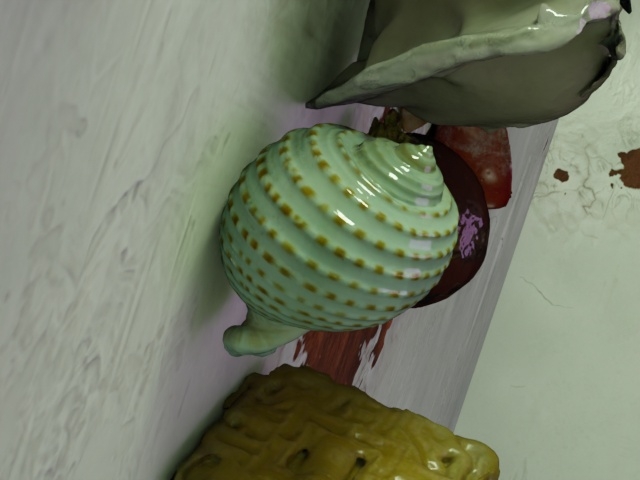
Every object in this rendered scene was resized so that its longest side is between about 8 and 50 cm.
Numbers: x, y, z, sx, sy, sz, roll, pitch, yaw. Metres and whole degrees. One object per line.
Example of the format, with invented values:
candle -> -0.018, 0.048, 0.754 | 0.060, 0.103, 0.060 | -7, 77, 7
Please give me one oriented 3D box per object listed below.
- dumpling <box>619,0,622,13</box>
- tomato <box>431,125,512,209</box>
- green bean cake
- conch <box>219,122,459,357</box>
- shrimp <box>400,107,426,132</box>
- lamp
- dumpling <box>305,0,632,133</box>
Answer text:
dumpling -> 0.357, -0.342, 1.478 | 0.227, 0.243, 0.175 | 108, -30, -57
tomato -> 0.179, -0.116, 1.303 | 0.139, 0.091, 0.159 | 91, -6, -73
green bean cake -> 0.005, 0.213, 0.820 | 0.230, 0.224, 0.131 | -44, 149, -53
conch -> -0.004, -0.009, 0.697 | 0.131, 0.200, 0.172 | 57, 24, -21
shrimp -> 0.143, -0.194, 1.150 | 0.173, 0.058, 0.253 | -66, 163, 12
lamp -> 0.066, -0.014, 0.920 | 0.135, 0.157, 0.156 | -28, 152, -43
dumpling -> 0.101, -0.162, 0.755 | 0.293, 0.204, 0.163 | -126, -137, -80
